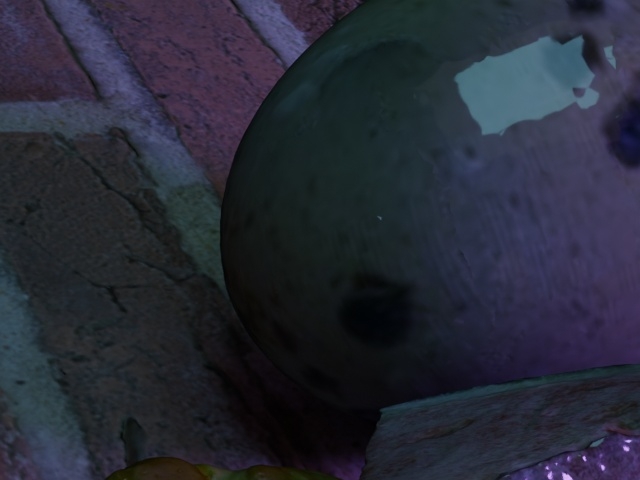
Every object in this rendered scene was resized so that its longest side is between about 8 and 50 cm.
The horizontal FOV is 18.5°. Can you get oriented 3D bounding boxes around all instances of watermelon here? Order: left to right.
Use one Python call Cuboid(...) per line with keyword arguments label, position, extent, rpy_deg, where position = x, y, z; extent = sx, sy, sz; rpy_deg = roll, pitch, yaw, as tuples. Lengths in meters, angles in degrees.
Cuboid(label="watermelon", position=(0.106, 0.191, 1.110), extent=(0.293, 0.250, 0.283), rpy_deg=(12, 69, -23))

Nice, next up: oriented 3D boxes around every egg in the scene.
Cuboid(label="egg", position=(0.127, -0.027, 1.396), extent=(0.428, 0.345, 0.345), rpy_deg=(-28, 48, -32))

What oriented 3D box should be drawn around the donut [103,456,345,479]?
Cuboid(label="donut", position=(-0.050, 0.230, 1.093), extent=(0.209, 0.128, 0.261), rpy_deg=(6, 31, -11))
